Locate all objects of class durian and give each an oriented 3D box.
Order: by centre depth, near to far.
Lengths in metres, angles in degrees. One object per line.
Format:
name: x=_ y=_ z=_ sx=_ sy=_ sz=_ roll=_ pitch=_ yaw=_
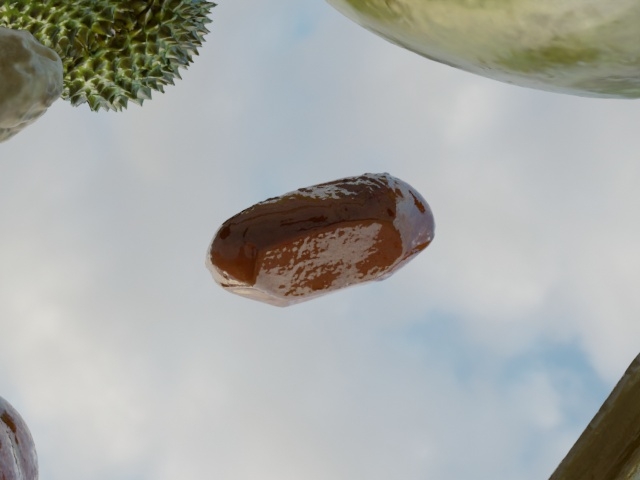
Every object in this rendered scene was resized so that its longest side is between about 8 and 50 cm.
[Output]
durian: x=-0.258 y=-0.257 z=1.716 sx=0.225 sy=0.291 sz=0.291 roll=-61 pitch=-142 yaw=25

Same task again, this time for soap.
soap: x=0.268 y=0.216 z=1.395 sx=0.073 sy=0.140 sz=0.232 roll=39 pitch=-82 yaw=39

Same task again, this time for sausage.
sausage: x=0.000 y=0.000 z=1.199 sx=0.179 sy=0.089 sz=0.089 roll=-18 pitch=-132 yaw=-4

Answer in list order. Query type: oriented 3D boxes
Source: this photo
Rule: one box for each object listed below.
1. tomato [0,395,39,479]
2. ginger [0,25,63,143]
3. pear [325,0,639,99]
tomato: x=-0.295 y=0.165 z=0.996 sx=0.232 sy=0.232 sz=0.189 roll=7 pitch=-101 yaw=45
ginger: x=-0.388 y=-0.140 z=1.281 sx=0.354 sy=0.190 sz=0.126 roll=4 pitch=-82 yaw=6
pear: x=0.101 y=-0.195 z=0.656 sx=0.321 sy=0.269 sz=0.269 roll=39 pitch=-85 yaw=36
